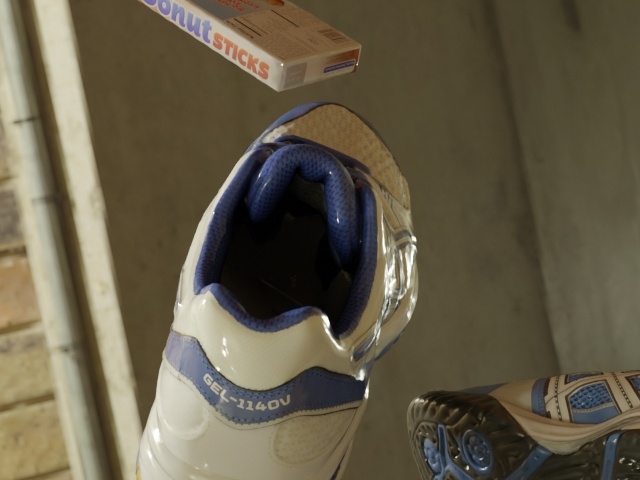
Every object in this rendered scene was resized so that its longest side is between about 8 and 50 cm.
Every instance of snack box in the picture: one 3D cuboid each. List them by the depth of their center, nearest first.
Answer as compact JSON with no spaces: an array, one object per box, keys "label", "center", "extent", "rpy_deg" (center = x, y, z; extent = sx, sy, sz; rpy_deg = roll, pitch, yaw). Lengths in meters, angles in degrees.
[{"label":"snack box","center":[-0.059,-0.144,0.865],"extent":[0.064,0.022,0.178],"rpy_deg":[-21,44,-39]}]

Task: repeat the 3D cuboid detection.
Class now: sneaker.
[{"label":"sneaker","center":[0.122,0.097,0.619],"extent":[0.081,0.080,0.211],"rpy_deg":[-23,16,-36]},{"label":"sneaker","center":[0.000,0.000,0.650],"extent":[0.112,0.131,0.296],"rpy_deg":[13,36,-1]}]
